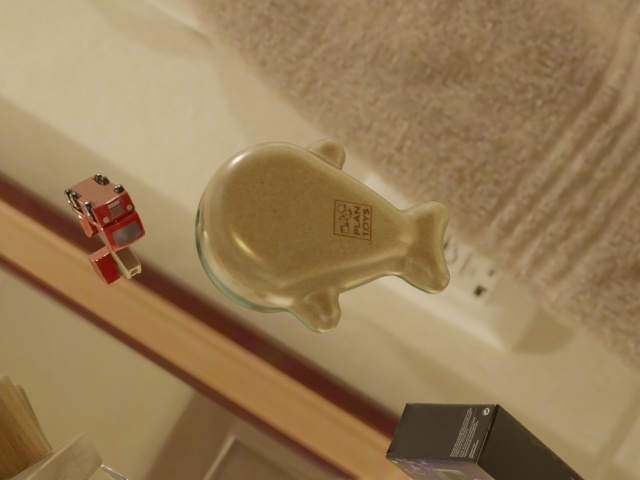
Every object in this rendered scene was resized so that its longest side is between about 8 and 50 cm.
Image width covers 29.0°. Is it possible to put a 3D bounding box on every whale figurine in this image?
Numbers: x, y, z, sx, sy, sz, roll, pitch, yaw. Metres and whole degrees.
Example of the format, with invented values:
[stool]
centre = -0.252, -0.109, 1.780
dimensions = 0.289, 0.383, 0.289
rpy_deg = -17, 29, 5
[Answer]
[whale figurine]
centre = 0.000, 0.000, 1.309
dimensions = 0.141, 0.272, 0.216
rpy_deg = 131, 143, -63

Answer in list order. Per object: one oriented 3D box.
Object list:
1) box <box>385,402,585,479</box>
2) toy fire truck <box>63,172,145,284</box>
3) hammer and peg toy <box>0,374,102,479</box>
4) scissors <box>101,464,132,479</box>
[box]
centre = 0.253, 0.346, 1.827
dimensions = 0.184, 0.261, 0.103
rpy_deg = -5, 51, 50
[toy fire truck]
centre = -0.234, -0.005, 1.388
dimensions = 0.047, 0.135, 0.192
rpy_deg = -30, 22, -17
[hammer and peg toy]
centre = -0.234, 0.183, 0.622
dimensions = 0.266, 0.127, 0.361
rpy_deg = -31, 0, -5
[scissors]
centre = -0.180, 0.289, 1.377
dimensions = 0.021, 0.297, 0.109
rpy_deg = -37, -49, -23
